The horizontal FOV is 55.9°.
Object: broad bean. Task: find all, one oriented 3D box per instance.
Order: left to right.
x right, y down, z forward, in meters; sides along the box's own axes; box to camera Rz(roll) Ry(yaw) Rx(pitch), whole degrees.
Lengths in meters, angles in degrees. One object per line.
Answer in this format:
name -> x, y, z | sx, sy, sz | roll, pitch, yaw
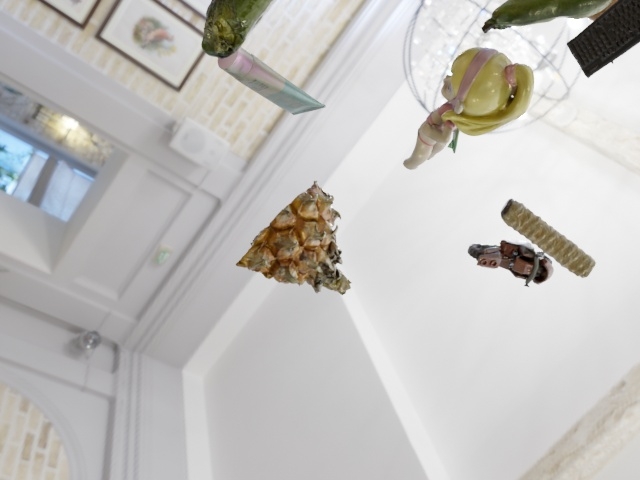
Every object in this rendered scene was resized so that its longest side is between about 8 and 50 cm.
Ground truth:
broad bean -> 0.354, -0.364, 0.929 | 0.213, 0.048, 0.070 | -14, -115, 9

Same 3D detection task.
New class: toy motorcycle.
toy motorcycle -> 0.454, 0.049, 1.408 | 0.118, 0.212, 0.084 | -102, -158, -62

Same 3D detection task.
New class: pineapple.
pineapple -> -0.002, 0.001, 0.942 | 0.140, 0.164, 0.250 | -53, 168, 22

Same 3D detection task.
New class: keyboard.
keyboard -> 0.530, -0.374, 1.044 | 0.017, 0.087, 0.250 | -26, 174, -23

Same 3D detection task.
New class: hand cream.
hand cream -> -0.122, -0.379, 1.492 | 0.111, 0.312, 0.070 | -7, -110, 37

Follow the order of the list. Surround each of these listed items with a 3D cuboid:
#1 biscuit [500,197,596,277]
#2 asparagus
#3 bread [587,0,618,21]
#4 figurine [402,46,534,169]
biscuit -> 0.469, -0.005, 1.258 | 0.061, 0.219, 0.055 | -43, 166, -36
asparagus -> -0.129, -0.502, 1.196 | 0.382, 0.108, 0.128 | -43, -142, 27
bread -> 0.771, -0.666, 1.540 | 0.121, 0.174, 0.245 | -37, 158, -22
figurine -> 0.143, -0.124, 0.608 | 0.187, 0.083, 0.083 | 127, -20, -59
